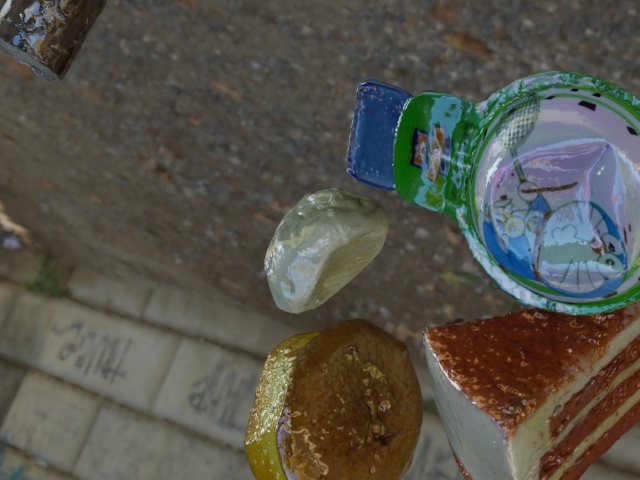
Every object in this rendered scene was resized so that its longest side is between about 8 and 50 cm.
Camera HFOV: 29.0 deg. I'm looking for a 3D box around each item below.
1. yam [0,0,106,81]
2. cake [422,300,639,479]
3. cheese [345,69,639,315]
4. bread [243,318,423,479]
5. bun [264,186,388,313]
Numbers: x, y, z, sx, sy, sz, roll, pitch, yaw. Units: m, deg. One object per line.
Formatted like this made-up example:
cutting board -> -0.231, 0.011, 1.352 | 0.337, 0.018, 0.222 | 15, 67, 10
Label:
yam -> -0.322, -0.346, 1.596 | 0.131, 0.279, 0.131 | 29, -178, -1
cake -> 0.239, 0.146, 1.140 | 0.262, 0.159, 0.158 | -15, 130, 4
cheese -> 0.159, -0.048, 1.010 | 0.320, 0.203, 0.083 | 20, -154, 26
bread -> 0.021, 0.234, 1.609 | 0.268, 0.268, 0.146 | 31, 156, -35
bun -> 0.000, 0.000, 1.905 | 0.133, 0.231, 0.231 | 46, 175, 16
